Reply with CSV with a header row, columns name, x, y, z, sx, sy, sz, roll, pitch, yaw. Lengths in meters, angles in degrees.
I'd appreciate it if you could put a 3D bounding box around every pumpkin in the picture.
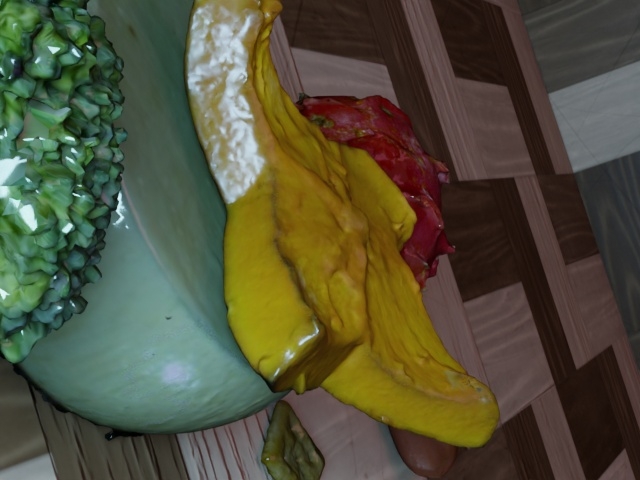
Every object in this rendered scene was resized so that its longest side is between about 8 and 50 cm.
name,x,y,z,sx,sy,sz,roll,pitch,yaw
pumpkin,0.006,-0.009,0.964,0.258,0.095,0.290,28,43,-53

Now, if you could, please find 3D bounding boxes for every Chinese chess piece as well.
name,x,y,z,sx,sy,sz,roll,pitch,yaw
Chinese chess piece,-0.123,-0.034,1.002,0.349,0.146,0.349,49,30,-42

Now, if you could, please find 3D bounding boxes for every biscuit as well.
name,x,y,z,sx,sy,sz,roll,pitch,yaw
biscuit,-0.023,0.193,1.229,0.083,0.018,0.081,60,25,-25

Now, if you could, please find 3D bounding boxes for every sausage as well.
name,x,y,z,sx,sy,sz,roll,pitch,yaw
sausage,0.095,0.155,1.472,0.077,0.077,0.194,-20,91,-69

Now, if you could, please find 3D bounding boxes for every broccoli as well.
name,x,y,z,sx,sy,sz,roll,pitch,yaw
broccoli,-0.212,-0.057,0.683,0.260,0.288,0.235,-53,123,-15

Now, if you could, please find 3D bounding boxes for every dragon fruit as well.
name,x,y,z,sx,sy,sz,roll,pitch,yaw
dragon fruit,0.013,-0.039,1.277,0.205,0.210,0.268,81,-12,-47
